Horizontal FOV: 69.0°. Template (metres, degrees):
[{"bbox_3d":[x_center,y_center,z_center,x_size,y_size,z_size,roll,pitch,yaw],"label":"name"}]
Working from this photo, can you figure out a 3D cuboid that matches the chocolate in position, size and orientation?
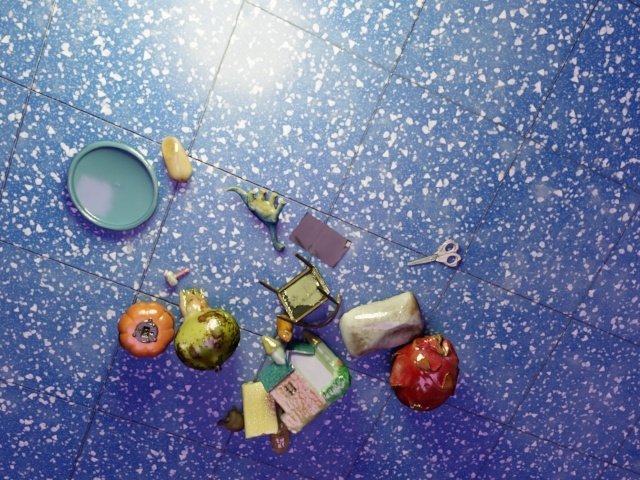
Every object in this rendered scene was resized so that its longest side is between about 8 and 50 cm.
[{"bbox_3d":[0.220,0.312,1.653,0.302,0.100,0.185,-18,109,4],"label":"chocolate"}]

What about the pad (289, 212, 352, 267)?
[{"bbox_3d":[0.000,0.000,1.596,0.193,0.004,0.116,33,100,-11],"label":"pad"}]

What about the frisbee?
[{"bbox_3d":[-0.654,-0.172,1.482,0.289,0.049,0.290,-1,108,-2],"label":"frisbee"}]

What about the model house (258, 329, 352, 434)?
[{"bbox_3d":[-0.089,0.442,1.634,0.267,0.194,0.325,-41,94,5],"label":"model house"}]

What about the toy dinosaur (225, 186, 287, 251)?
[{"bbox_3d":[-0.208,-0.076,1.533,0.247,0.075,0.188,17,111,-14],"label":"toy dinosaur"}]

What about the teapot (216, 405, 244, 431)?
[{"bbox_3d":[-0.334,0.670,1.736,0.110,0.085,0.080,-24,132,32],"label":"teapot"}]

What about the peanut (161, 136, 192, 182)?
[{"bbox_3d":[-0.453,-0.252,1.465,0.076,0.076,0.152,-17,107,1],"label":"peanut"}]

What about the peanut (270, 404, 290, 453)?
[{"bbox_3d":[-0.150,0.704,1.733,0.088,0.089,0.193,-3,105,-3],"label":"peanut"}]

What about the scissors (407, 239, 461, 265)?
[{"bbox_3d":[0.397,0.061,1.635,0.188,0.015,0.100,-15,108,1],"label":"scissors"}]

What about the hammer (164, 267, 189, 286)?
[{"bbox_3d":[-0.484,0.118,1.586,0.083,0.031,0.053,-28,108,-7],"label":"hammer"}]

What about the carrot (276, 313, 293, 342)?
[{"bbox_3d":[-0.118,0.299,1.577,0.060,0.186,0.060,-2,101,-9],"label":"carrot"}]

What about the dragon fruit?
[{"bbox_3d":[0.358,0.475,1.636,0.250,0.250,0.315,40,122,-13],"label":"dragon fruit"}]

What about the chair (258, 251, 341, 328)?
[{"bbox_3d":[-0.058,0.184,1.572,0.188,0.166,0.272,-37,147,5],"label":"chair"}]

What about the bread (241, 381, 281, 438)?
[{"bbox_3d":[-0.212,0.602,1.674,0.125,0.068,0.189,-9,73,1],"label":"bread"}]

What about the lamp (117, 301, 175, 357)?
[{"bbox_3d":[-0.581,0.297,1.560,0.187,0.163,0.188,1,87,-22],"label":"lamp"}]

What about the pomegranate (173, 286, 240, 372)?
[{"bbox_3d":[-0.392,0.296,1.544,0.221,0.204,0.277,-24,106,-5],"label":"pomegranate"}]
